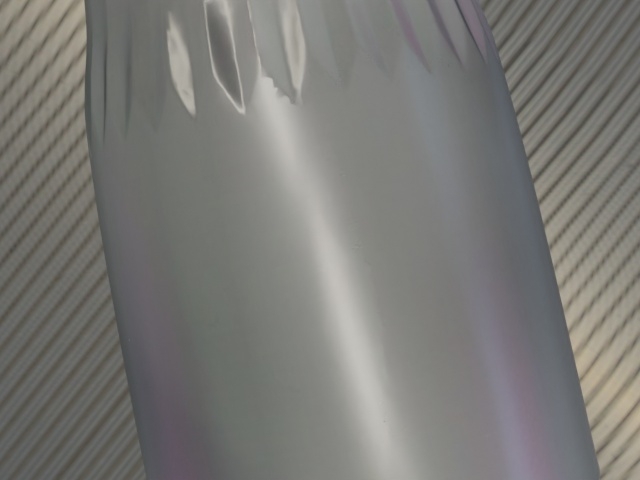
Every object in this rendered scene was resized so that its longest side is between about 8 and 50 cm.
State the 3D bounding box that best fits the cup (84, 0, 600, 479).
[{"bbox_3d":[0.000,0.000,0.736,0.253,0.253,0.371,-12,93,4],"label":"cup"}]
